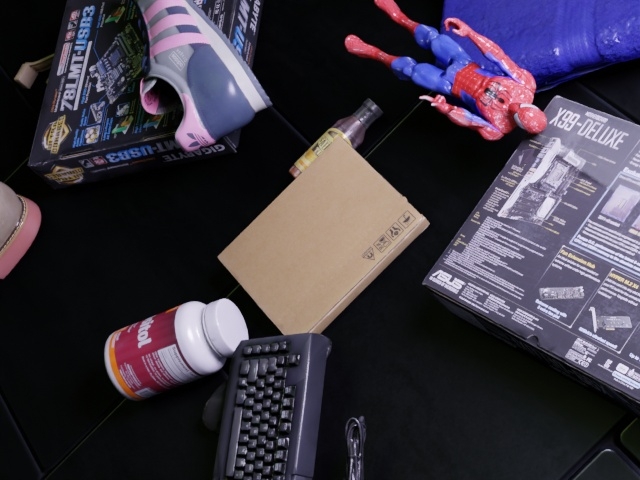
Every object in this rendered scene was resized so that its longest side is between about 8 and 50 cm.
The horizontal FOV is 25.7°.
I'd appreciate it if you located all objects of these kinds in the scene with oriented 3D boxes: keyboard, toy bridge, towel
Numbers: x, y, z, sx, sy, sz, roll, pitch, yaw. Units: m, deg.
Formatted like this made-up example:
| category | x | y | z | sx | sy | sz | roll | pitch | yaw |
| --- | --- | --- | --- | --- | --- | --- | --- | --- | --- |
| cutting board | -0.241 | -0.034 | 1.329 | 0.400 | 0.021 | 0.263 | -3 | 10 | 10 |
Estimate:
| category | x | y | z | sx | sy | sz | roll | pitch | yaw |
| --- | --- | --- | --- | --- | --- | --- | --- | --- | --- |
| keyboard | -0.034 | 0.246 | 1.405 | 0.201 | 0.033 | 0.317 | -7 | 67 | 34 |
| toy bridge | -0.373 | -0.247 | 2.045 | 0.188 | 0.026 | 0.063 | 12 | 68 | 42 |
| towel | 0.278 | -0.257 | 1.533 | 0.308 | 0.076 | 0.228 | -14 | 46 | 30 |

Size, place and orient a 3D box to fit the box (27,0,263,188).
| category | x | y | z | sx | sy | sz | roll | pitch | yaw |
| --- | --- | --- | --- | --- | --- | --- | --- | --- | --- |
| box | -0.230 | -0.228 | 1.876 | 0.293 | 0.073 | 0.296 | -11 | 55 | 26 |

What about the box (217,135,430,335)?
| category | x | y | z | sx | sy | sz | roll | pitch | yaw |
| --- | --- | --- | --- | --- | --- | --- | --- | --- | --- |
| box | 0.000 | 0.000 | 1.572 | 0.201 | 0.021 | 0.164 | -45 | 55 | 2 |

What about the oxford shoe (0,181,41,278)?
| category | x | y | z | sx | sy | sz | roll | pitch | yaw |
| --- | --- | --- | --- | --- | --- | --- | --- | --- | --- |
| oxford shoe | -0.528 | 0.058 | 1.872 | 0.123 | 0.130 | 0.348 | 26 | 78 | 45 |

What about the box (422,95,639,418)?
| category | x | y | z | sx | sy | sz | roll | pitch | yaw |
| --- | --- | --- | --- | --- | --- | --- | --- | --- | --- |
| box | 0.279 | 0.015 | 1.331 | 0.307 | 0.076 | 0.242 | 28 | 79 | 45 |

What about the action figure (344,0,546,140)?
| category | x | y | z | sx | sy | sz | roll | pitch | yaw |
| --- | --- | --- | --- | --- | --- | --- | --- | --- | --- |
| action figure | 0.117 | -0.188 | 1.455 | 0.280 | 0.139 | 0.091 | 37 | 96 | 40 |

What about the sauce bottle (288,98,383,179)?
| category | x | y | z | sx | sy | sz | roll | pitch | yaw |
| --- | --- | --- | --- | --- | --- | --- | --- | --- | --- |
| sauce bottle | 0.019 | -0.113 | 1.642 | 0.128 | 0.042 | 0.042 | -47 | 44 | 2 |

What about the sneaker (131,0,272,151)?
| category | x | y | z | sx | sy | sz | roll | pitch | yaw |
| --- | --- | --- | --- | --- | --- | --- | --- | --- | --- |
| sneaker | -0.188 | -0.231 | 1.733 | 0.131 | 0.112 | 0.319 | -39 | 48 | -2 |

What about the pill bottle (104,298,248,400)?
| category | x | y | z | sx | sy | sz | roll | pitch | yaw |
| --- | --- | --- | --- | --- | --- | --- | --- | --- | --- |
| pill bottle | -0.161 | 0.120 | 1.584 | 0.152 | 0.086 | 0.086 | -22 | 49 | 23 |

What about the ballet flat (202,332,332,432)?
| category | x | y | z | sx | sy | sz | roll | pitch | yaw |
| --- | --- | --- | --- | --- | --- | --- | --- | --- | --- |
| ballet flat | -0.056 | 0.158 | 1.518 | 0.173 | 0.049 | 0.057 | -35 | 73 | 19 |
